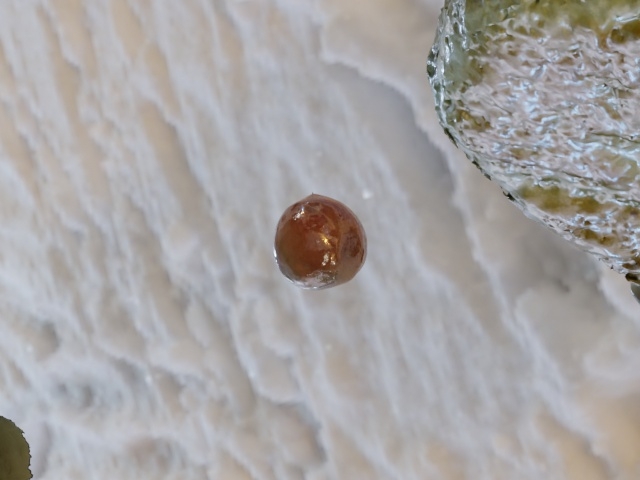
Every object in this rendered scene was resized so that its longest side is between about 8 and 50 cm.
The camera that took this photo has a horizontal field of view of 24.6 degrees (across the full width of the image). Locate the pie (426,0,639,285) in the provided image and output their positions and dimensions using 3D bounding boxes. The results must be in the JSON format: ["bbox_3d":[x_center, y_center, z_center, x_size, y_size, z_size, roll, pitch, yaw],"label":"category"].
[{"bbox_3d":[0.203,-0.058,0.745,0.323,0.071,0.323,21,155,10],"label":"pie"}]

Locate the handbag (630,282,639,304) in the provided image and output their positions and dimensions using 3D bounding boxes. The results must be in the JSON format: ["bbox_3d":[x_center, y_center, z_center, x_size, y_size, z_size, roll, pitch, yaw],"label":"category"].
[{"bbox_3d":[0.480,0.125,1.600,0.316,0.109,0.253,47,173,3],"label":"handbag"}]

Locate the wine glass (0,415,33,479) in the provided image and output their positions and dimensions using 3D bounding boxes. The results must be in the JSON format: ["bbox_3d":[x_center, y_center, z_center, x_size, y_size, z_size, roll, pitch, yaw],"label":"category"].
[{"bbox_3d":[-0.284,0.142,0.968,0.202,0.093,0.093,5,109,38],"label":"wine glass"}]

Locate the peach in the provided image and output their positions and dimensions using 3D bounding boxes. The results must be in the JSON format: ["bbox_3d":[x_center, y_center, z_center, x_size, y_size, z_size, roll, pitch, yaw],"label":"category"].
[{"bbox_3d":[-0.001,0.002,1.235,0.083,0.083,0.083,37,135,50],"label":"peach"}]
